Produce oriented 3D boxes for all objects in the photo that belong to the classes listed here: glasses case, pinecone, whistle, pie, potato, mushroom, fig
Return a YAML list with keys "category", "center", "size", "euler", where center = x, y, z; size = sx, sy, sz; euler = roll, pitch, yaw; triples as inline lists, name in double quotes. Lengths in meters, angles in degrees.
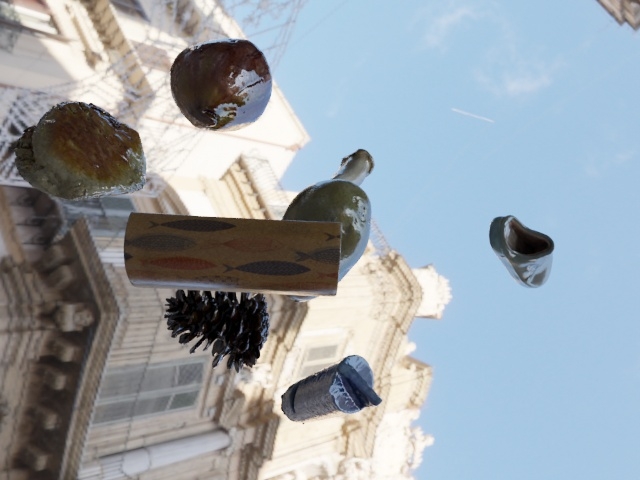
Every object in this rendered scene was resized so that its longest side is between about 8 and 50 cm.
- category: "glasses case"
  center: [-0.069, 0.017, 0.567]
  size: [0.041, 0.169, 0.065]
  euler: [-89, -178, -48]
- category: "pinecone"
  center: [-0.274, 0.213, 1.834]
  size: [0.246, 0.292, 0.246]
  euler: [-48, -150, 40]
- category: "whistle"
  center: [0.007, 0.182, 0.833]
  size: [0.304, 0.062, 0.062]
  euler: [128, -49, -69]
- category: "pie"
  center: [-0.304, -0.114, 0.919]
  size: [0.079, 0.163, 0.193]
  euler: [-54, -164, 29]
- category: "potato"
  center: [0.000, 0.000, 1.245]
  size: [0.235, 0.178, 0.160]
  euler: [-59, -143, 2]
- category: "mushroom"
  center: [0.049, -0.131, 1.488]
  size: [0.084, 0.209, 0.071]
  euler: [-31, -82, 37]
- category: "fig"
  center: [-0.218, -0.338, 1.533]
  size: [0.223, 0.263, 0.224]
  euler: [1, -83, 7]

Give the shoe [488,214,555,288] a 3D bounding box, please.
- category: "shoe"
  center: [0.356, 0.022, 1.182]
  size: [0.078, 0.195, 0.079]
  euler: [-1, -120, 47]
